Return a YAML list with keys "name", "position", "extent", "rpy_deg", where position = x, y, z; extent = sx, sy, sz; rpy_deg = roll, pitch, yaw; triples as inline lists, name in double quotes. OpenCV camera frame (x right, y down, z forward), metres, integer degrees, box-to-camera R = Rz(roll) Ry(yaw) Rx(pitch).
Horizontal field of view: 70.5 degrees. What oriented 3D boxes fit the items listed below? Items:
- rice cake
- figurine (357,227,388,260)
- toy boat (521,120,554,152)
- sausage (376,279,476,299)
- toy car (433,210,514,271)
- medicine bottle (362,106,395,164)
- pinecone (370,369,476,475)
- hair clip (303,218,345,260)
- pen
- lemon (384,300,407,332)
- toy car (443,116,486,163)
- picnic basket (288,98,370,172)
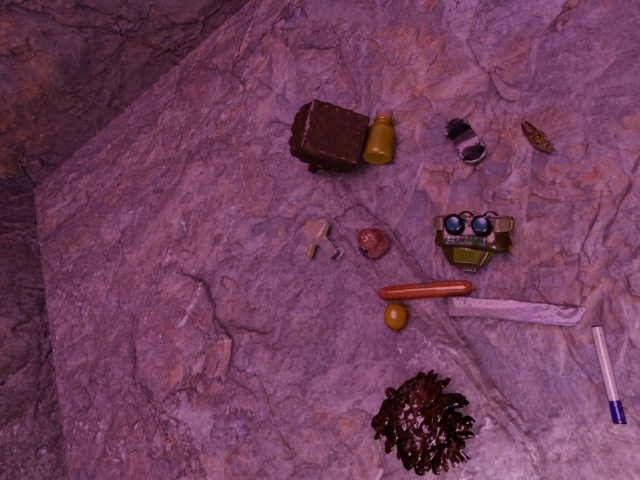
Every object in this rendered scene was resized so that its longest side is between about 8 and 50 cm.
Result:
- name: "rice cake"
  position: [0.602, 0.220, 1.421]
  extent: [0.400, 0.064, 0.070]
  rpy_deg: [1, 83, 28]
- name: "figurine"
  position: [0.194, 0.005, 1.671]
  extent: [0.114, 0.157, 0.126]
  rpy_deg: [20, 77, 10]
- name: "toy boat"
  position: [0.742, -0.353, 1.556]
  extent: [0.047, 0.049, 0.149]
  rpy_deg: [-36, 60, 12]
- name: "sausage"
  position: [0.359, 0.173, 1.571]
  extent: [0.348, 0.053, 0.053]
  rpy_deg: [-7, 69, 25]
- name: "toy car"
  position: [0.504, 0.005, 1.500]
  extent: [0.248, 0.204, 0.197]
  rpy_deg: [2, 97, 30]
- name: "medicine bottle"
  position: [0.240, -0.421, 1.802]
  extent: [0.122, 0.122, 0.212]
  rpy_deg: [4, 74, 29]
- name: "pinecone"
  position: [0.318, 0.543, 1.352]
  extent: [0.298, 0.242, 0.296]
  rpy_deg: [-50, 55, 11]
- name: "hair clip"
  position: [-0.003, 0.002, 1.819]
  extent: [0.159, 0.071, 0.218]
  rpy_deg: [-47, 54, 9]
- name: "pen"
  position: [0.809, 0.373, 1.276]
  extent: [0.033, 0.033, 0.268]
  rpy_deg: [-12, 68, 24]
- name: "lemon"
  position: [0.260, 0.265, 1.574]
  extent: [0.082, 0.082, 0.110]
  rpy_deg: [7, 80, 30]
- name: "toy car"
  position: [0.532, -0.366, 1.667]
  extent: [0.096, 0.056, 0.204]
  rpy_deg: [-32, 64, 15]
- name: "picnic basket"
  position: [0.022, -0.408, 1.820]
  extent: [0.292, 0.321, 0.253]
  rpy_deg: [16, 89, -13]
